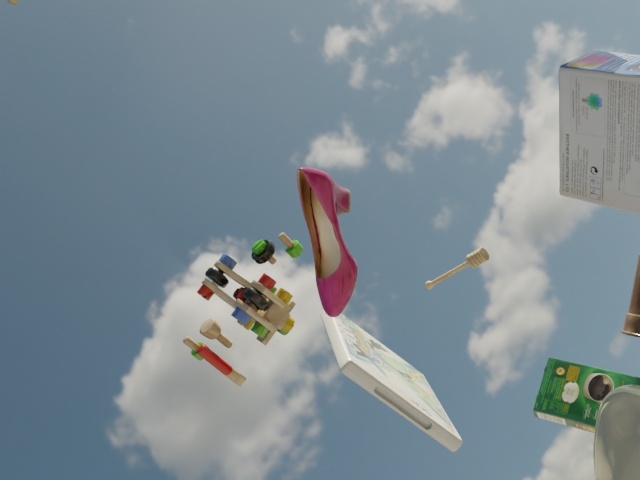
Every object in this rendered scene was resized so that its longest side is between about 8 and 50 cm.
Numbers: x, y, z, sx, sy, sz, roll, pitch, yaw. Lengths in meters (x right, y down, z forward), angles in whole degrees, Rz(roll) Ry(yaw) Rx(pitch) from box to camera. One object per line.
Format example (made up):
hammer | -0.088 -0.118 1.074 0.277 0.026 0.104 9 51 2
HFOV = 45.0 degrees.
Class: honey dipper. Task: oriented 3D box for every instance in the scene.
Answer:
honey dipper | 0.276 0.061 1.587 0.030 0.031 0.160 2 -27 -45

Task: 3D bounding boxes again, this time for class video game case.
video game case | 0.141 0.283 1.645 0.300 0.329 0.036 37 -83 -14

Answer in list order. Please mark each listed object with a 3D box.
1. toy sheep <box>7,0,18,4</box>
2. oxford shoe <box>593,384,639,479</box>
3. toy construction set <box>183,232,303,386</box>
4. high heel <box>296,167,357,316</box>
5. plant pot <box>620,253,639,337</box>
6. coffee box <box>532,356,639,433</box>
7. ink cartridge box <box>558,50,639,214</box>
toy sheep | -0.306 -0.315 0.826 0.091 0.091 0.132 5 -58 -46
oxford shoe | 0.446 0.434 1.092 0.130 0.169 0.450 0 -89 -37
toy construction set | -0.143 0.185 1.726 0.237 0.257 0.309 47 -129 -31
high heel | 0.000 0.000 1.276 0.117 0.082 0.244 23 -115 -43
plant pot | 0.690 0.112 1.526 0.167 0.167 0.165 4 -89 -46
coffee box | 0.479 0.280 1.356 0.113 0.184 0.040 -65 -33 -26
ink cartridge box | 0.634 -0.179 1.376 0.151 0.395 0.270 -27 -58 -31
